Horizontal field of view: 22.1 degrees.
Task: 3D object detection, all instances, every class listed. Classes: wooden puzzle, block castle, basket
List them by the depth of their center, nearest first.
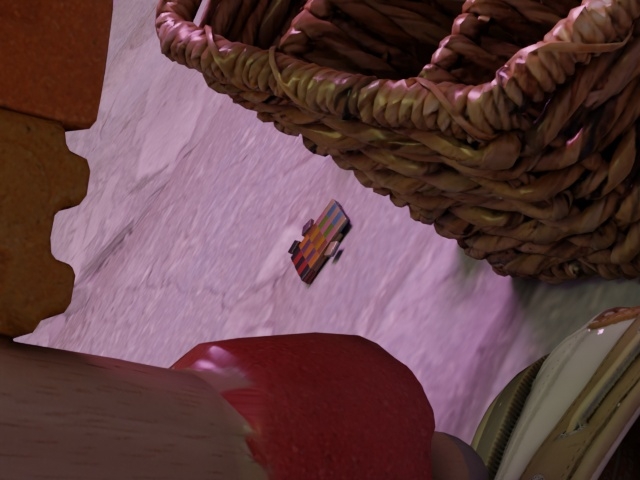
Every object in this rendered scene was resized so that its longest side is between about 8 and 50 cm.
[{"bbox_3d":[-0.125,-0.042,0.595,0.453,0.212,0.303,-3,77,54],"label":"block castle"},{"bbox_3d":[0.103,-0.157,0.697,0.299,0.223,0.213,-60,17,-11],"label":"basket"},{"bbox_3d":[0.000,0.000,1.060,0.049,0.006,0.083,-54,17,9],"label":"wooden puzzle"}]

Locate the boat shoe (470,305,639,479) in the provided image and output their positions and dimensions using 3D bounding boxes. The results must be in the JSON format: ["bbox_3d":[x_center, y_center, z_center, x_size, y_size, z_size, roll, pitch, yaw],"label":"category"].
[{"bbox_3d":[0.078,0.126,0.450,0.103,0.113,0.302,-49,17,42],"label":"boat shoe"}]
